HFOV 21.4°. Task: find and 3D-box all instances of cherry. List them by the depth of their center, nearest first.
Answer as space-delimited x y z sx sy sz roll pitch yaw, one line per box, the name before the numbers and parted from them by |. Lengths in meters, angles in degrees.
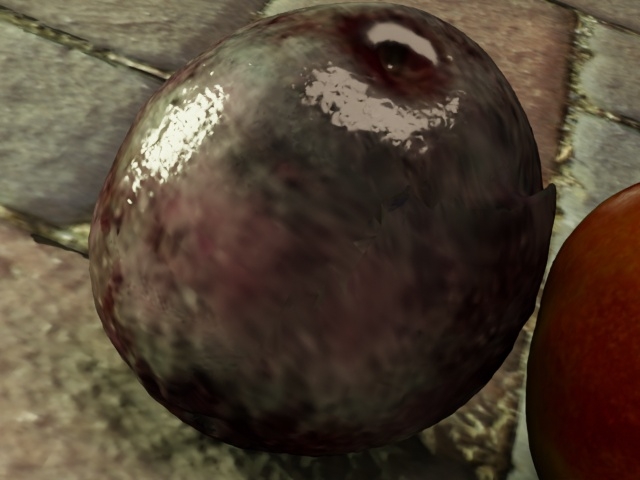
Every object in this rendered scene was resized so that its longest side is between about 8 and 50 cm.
cherry | 0.002 -0.008 0.696 0.195 0.195 0.195 16 26 -8

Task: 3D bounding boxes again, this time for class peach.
peach | 0.183 0.062 0.686 0.192 0.190 0.190 13 23 20
